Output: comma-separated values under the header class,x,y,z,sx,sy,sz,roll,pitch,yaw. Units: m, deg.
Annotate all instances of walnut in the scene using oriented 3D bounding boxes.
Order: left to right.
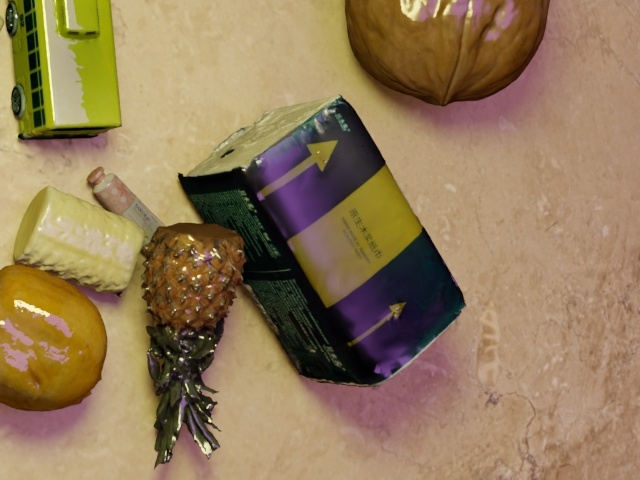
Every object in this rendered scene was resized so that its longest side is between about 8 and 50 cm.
class,x,y,z,sx,sy,sz,roll,pitch,yaw
walnut,0.216,-0.424,2.039,0.354,0.308,0.398,8,80,0

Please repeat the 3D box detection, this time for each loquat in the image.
class,x,y,z,sx,sy,sz,roll,pitch,yaw
loquat,-0.404,0.134,1.637,0.234,0.176,0.187,35,67,-16

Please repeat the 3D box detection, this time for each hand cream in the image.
class,x,y,z,sx,sy,sz,roll,pitch,yaw
hand cream,-0.281,-0.029,1.820,0.209,0.043,0.067,50,57,-27

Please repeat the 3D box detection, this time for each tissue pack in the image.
class,x,y,z,sx,sy,sz,roll,pitch,yaw
tissue pack,0.000,0.000,1.877,0.253,0.264,0.416,-40,107,-25

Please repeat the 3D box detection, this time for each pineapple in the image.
class,x,y,z,sx,sy,sz,roll,pitch,yaw
pineapple,-0.202,0.155,1.781,0.165,0.165,0.364,-3,107,-35

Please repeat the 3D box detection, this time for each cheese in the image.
class,x,y,z,sx,sy,sz,roll,pitch,yaw
cheese,-0.353,0.003,1.736,0.167,0.094,0.123,23,82,-27

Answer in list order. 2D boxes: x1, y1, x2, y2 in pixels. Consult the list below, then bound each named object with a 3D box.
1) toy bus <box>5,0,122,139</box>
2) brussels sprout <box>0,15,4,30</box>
class,x,y,z,sx,sy,sz,roll,pitch,yaw
toy bus,-0.371,-0.282,1.710,0.128,0.150,0.262,-6,91,-34
brussels sprout,-0.545,-0.315,1.594,0.223,0.161,0.223,35,40,-37
